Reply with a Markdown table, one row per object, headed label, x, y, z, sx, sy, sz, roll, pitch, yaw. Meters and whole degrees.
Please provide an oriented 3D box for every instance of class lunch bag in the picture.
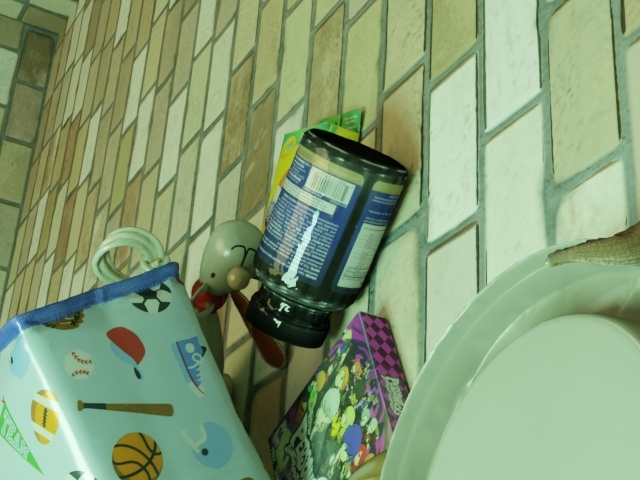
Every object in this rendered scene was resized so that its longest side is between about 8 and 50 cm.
| label | x | y | z | sx | sy | sz | roll | pitch | yaw |
| --- | --- | --- | --- | --- | --- | --- | --- | --- | --- |
| lunch bag | -0.235 | 0.247 | 1.247 | 0.385 | 0.239 | 0.328 | -37 | 75 | 48 |

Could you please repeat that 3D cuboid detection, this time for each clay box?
| label | x | y | z | sx | sy | sz | roll | pitch | yaw |
| --- | --- | --- | --- | --- | --- | --- | --- | --- | --- |
| clay box | -0.018 | -0.055 | 1.437 | 0.127 | 0.053 | 0.222 | -6 | 70 | 64 |

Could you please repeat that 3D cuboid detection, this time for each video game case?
| label | x | y | z | sx | sy | sz | roll | pitch | yaw |
| --- | --- | --- | --- | --- | --- | --- | --- | --- | --- |
| video game case | 0.023 | 0.222 | 1.175 | 0.210 | 0.042 | 0.232 | -56 | 28 | 30 |

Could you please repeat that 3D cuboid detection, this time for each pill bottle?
| label | x | y | z | sx | sy | sz | roll | pitch | yaw |
| --- | --- | --- | --- | --- | --- | --- | --- | --- | --- |
| pill bottle | 0.000 | 0.000 | 1.275 | 0.219 | 0.123 | 0.123 | -67 | 24 | 11 |

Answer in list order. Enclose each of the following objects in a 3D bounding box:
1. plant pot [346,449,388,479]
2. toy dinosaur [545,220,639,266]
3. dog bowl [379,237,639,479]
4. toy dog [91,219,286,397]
| label | x | y | z | sx | sy | sz | roll | pitch | yaw |
| --- | --- | --- | --- | --- | --- | --- | --- | --- | --- |
| plant pot | 0.061 | 0.293 | 0.998 | 0.236 | 0.032 | 0.236 | -18 | 67 | 52 |
| toy dinosaur | 0.270 | -0.060 | 0.655 | 0.296 | 0.127 | 0.200 | -27 | 42 | 24 |
| dog bowl | 0.170 | 0.177 | 0.783 | 0.349 | 0.102 | 0.349 | -46 | 32 | 40 |
| toy dog | -0.155 | 0.144 | 1.426 | 0.161 | 0.220 | 0.333 | -104 | 12 | -48 |
